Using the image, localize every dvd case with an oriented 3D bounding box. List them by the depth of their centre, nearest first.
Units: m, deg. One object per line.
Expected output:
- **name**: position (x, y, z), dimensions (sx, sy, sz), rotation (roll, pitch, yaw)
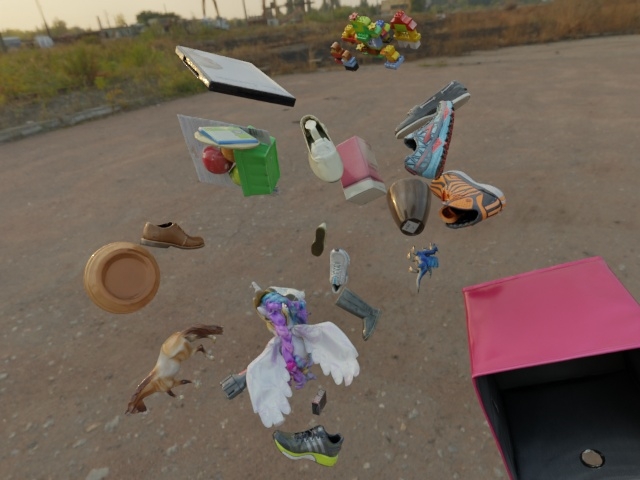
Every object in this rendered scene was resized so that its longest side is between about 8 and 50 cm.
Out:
- **dvd case**: position (-0.182, -0.345, 0.907), dimensions (0.180, 0.022, 0.253), rotation (0, 34, -35)

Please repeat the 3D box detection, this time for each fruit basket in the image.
- **fruit basket**: position (-0.327, -0.312, 1.612), dimensions (0.352, 0.327, 0.165), rotation (17, 54, 17)

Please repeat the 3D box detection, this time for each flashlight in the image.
- **flashlight**: position (-0.265, 0.510, 1.768), dimensions (0.304, 0.103, 0.103), rotation (-35, 75, -13)

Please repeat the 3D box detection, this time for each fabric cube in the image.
- **fabric cube**: position (0.402, 0.219, 0.727), dimensions (0.254, 0.259, 0.258), rotation (-18, 17, 20)

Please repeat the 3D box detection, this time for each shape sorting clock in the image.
- **shape sorting clock**: position (-0.298, -0.325, 1.393), dimensions (0.206, 0.040, 0.206), rotation (10, 30, -6)

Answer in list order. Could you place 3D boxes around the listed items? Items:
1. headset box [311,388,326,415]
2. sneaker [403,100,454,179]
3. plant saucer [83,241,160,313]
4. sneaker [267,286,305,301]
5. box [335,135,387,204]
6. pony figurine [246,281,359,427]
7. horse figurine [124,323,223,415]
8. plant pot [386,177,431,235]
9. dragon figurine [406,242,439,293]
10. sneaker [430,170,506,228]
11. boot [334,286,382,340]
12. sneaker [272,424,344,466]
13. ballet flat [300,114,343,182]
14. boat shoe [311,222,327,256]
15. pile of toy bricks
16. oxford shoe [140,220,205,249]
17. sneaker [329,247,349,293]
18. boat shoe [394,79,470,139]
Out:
- **headset box**: position (-0.007, 0.638, 1.704), dimensions (0.032, 0.062, 0.083), rotation (7, 26, 22)
- **sneaker**: position (0.295, -0.291, 1.193), dimensions (0.125, 0.104, 0.262), rotation (12, 62, 16)
- **plant saucer**: position (-0.535, 0.100, 1.188), dimensions (0.037, 0.200, 0.200), rotation (-14, 13, 48)
- **sneaker**: position (-0.120, 0.190, 1.508), dimensions (0.152, 0.054, 0.061), rotation (10, 19, 34)
- **box**: position (0.156, -0.278, 1.751), dimensions (0.126, 0.232, 0.148), rotation (-24, -16, 28)
- **pony figurine**: position (-0.083, 0.304, 1.234), dimensions (0.302, 0.363, 0.351), rotation (-28, 68, -6)
- **horse figurine**: position (-0.348, 0.304, 1.067), dimensions (0.066, 0.263, 0.174), rotation (27, -4, 41)
- **plant pot**: position (0.412, -0.135, 1.997), dimensions (0.215, 0.215, 0.230), rotation (-1, 42, 8)
- **dragon figurine**: position (0.466, 0.108, 1.910), dimensions (0.144, 0.085, 0.289), rotation (13, 42, -11)
- **sneaker**: position (0.452, -0.143, 1.492), dimensions (0.180, 0.125, 0.321), rotation (-27, 27, -18)
- **boot**: position (0.159, 0.330, 1.963), dimensions (0.208, 0.076, 0.190), rotation (33, 50, -4)
- **sneaker**: position (-0.044, 0.741, 1.618), dimensions (0.299, 0.121, 0.111), rotation (25, 5, -28)
- **ballet flat**: position (-0.004, -0.254, 1.159), dimensions (0.086, 0.086, 0.248), rotation (-11, 48, -11)
- **boat shoe**: position (-0.002, -0.001, 1.779), dimensions (0.056, 0.153, 0.048), rotation (19, 36, 13)
- **pile of toy bricks**: position (0.100, -0.448, 0.947), dimensions (0.212, 0.105, 0.118), rotation (30, 79, 40)
- **oxford shoe**: position (-0.409, -0.014, 1.239), dimensions (0.076, 0.076, 0.212), rotation (9, -1, 29)
- **sneaker**: position (0.064, 0.116, 1.567), dimensions (0.071, 0.191, 0.083), rotation (6, 38, 16)
- **boat shoe**: position (0.420, -0.509, 1.695), dimensions (0.335, 0.112, 0.096), rotation (-30, 74, -3)
